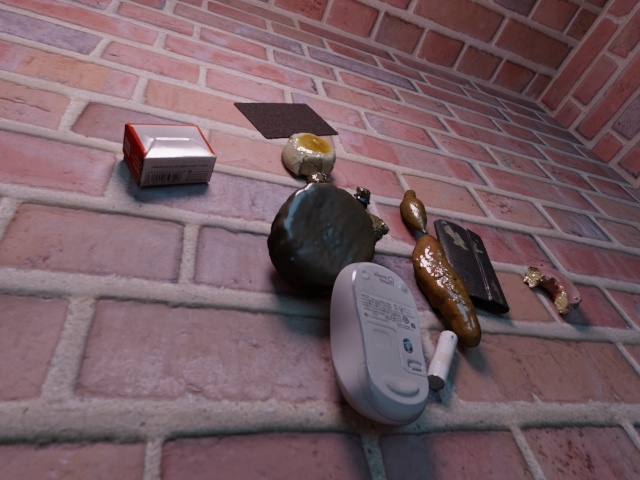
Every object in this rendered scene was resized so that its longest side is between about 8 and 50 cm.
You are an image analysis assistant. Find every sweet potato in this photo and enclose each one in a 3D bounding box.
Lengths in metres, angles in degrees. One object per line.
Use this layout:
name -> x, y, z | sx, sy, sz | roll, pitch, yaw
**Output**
sweet potato -> 0.272, -0.101, 1.211 | 0.074, 0.075, 0.270 | 19, 31, -9
sweet potato -> 0.285, 0.096, 0.978 | 0.106, 0.095, 0.355 | 25, 34, -30

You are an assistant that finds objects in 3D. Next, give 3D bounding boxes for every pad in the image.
pad -> -0.114, -0.428, 1.424 | 0.330, 0.004, 0.220 | -15, 54, -40

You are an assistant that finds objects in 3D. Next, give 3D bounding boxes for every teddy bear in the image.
teddy bear -> 0.050, -0.066, 1.014 | 0.251, 0.182, 0.129 | 35, 3, 13

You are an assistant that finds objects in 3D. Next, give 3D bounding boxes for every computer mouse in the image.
computer mouse -> 0.099, 0.186, 0.739 | 0.184, 0.121, 0.297 | 15, 46, -27

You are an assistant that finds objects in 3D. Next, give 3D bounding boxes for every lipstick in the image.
lipstick -> 0.253, 0.243, 0.834 | 0.040, 0.040, 0.141 | 33, 38, 9

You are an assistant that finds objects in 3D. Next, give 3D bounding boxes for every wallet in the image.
wallet -> 0.415, 0.058, 1.131 | 0.170, 0.044, 0.321 | 18, 39, -7

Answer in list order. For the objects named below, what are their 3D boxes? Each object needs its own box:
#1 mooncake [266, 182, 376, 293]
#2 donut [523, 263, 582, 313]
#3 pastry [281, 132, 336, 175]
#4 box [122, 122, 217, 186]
mooncake -> 0.000, 0.000, 0.860 | 0.228, 0.124, 0.228 | 9, 69, -24
donut -> 0.680, 0.137, 1.171 | 0.116, 0.065, 0.166 | -5, 49, -31
pastry -> -0.034, -0.255, 1.206 | 0.165, 0.088, 0.166 | 14, 38, -11
box -> -0.360, -0.202, 0.958 | 0.182, 0.099, 0.133 | -13, 55, -41
